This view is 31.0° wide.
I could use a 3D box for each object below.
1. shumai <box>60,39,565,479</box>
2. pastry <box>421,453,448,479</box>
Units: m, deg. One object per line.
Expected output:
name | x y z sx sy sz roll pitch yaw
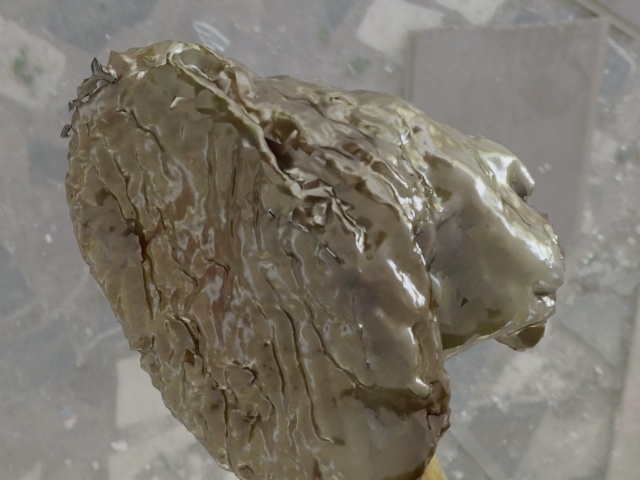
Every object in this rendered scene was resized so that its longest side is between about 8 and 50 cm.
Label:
shumai | -0.001 0.004 0.561 0.218 0.185 0.184 43 127 8
pastry | 0.011 0.274 0.953 0.237 0.256 0.170 -41 97 23
